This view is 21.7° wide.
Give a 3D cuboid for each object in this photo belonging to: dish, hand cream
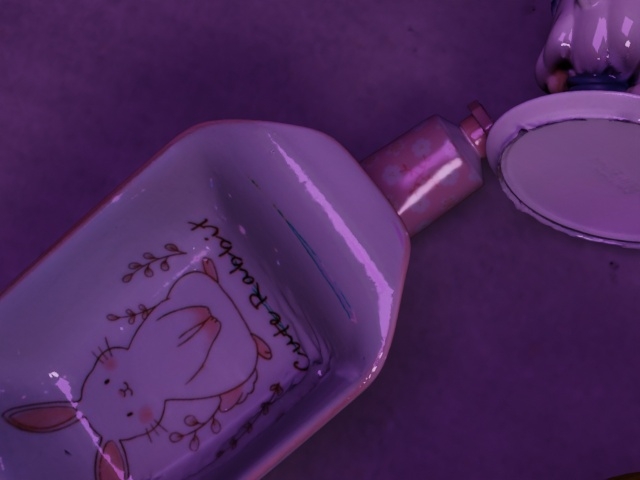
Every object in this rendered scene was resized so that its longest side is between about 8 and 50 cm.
[{"bbox_3d":[-0.058,0.049,0.801,0.234,0.064,0.154,-41,73,13],"label":"dish"},{"bbox_3d":[0.000,0.000,0.838,0.210,0.043,0.067,-35,75,7],"label":"hand cream"}]

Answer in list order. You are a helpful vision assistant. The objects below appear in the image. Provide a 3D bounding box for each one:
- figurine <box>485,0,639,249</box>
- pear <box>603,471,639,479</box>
[{"bbox_3d":[0.157,-0.090,0.801,0.132,0.132,0.153,9,64,13],"label":"figurine"},{"bbox_3d":[0.157,0.224,0.630,0.294,0.294,0.294,-3,75,10],"label":"pear"}]
